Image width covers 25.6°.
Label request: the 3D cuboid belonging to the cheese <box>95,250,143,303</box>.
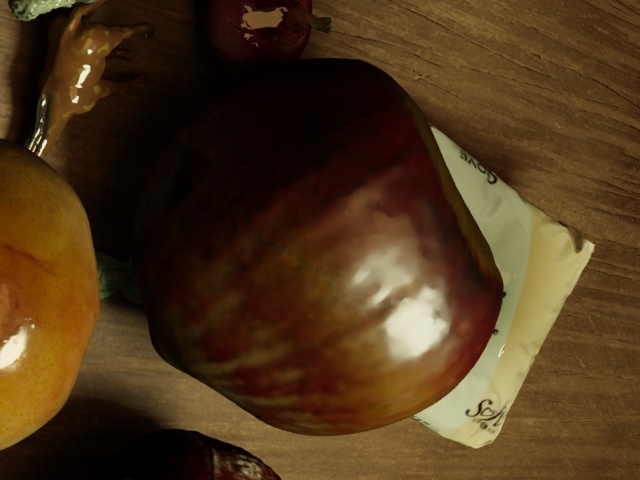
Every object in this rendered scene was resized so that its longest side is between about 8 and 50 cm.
[{"bbox_3d":[-0.213,0.041,1.616,0.121,0.026,0.067,0,103,-48],"label":"cheese"}]

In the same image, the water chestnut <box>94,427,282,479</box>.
[{"bbox_3d":[-0.205,0.358,1.564,0.347,0.335,0.335,29,80,-18],"label":"water chestnut"}]

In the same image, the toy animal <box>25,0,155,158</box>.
[{"bbox_3d":[-0.268,-0.139,1.472,0.230,0.066,0.224,-40,150,-43],"label":"toy animal"}]

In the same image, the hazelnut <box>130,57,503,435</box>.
[{"bbox_3d":[0.000,0.000,1.591,0.402,0.402,0.429,-53,128,-20],"label":"hazelnut"}]

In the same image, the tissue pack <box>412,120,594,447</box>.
[{"bbox_3d":[0.152,0.064,1.907,0.375,0.195,0.390,28,82,-28],"label":"tissue pack"}]

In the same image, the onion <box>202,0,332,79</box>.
[{"bbox_3d":[-0.048,-0.247,1.604,0.150,0.140,0.150,-24,124,-42],"label":"onion"}]

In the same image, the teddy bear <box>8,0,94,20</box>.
[{"bbox_3d":[-0.243,-0.287,1.395,0.213,0.133,0.111,-43,158,-17],"label":"teddy bear"}]

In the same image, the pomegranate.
[{"bbox_3d":[-0.346,0.050,1.300,0.319,0.319,0.319,-19,117,-42],"label":"pomegranate"}]
